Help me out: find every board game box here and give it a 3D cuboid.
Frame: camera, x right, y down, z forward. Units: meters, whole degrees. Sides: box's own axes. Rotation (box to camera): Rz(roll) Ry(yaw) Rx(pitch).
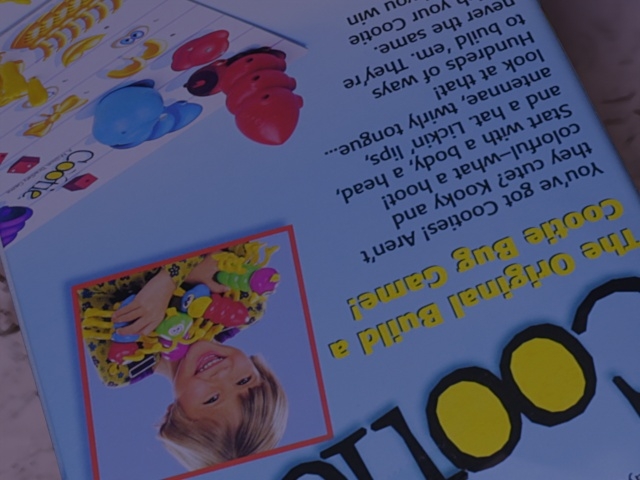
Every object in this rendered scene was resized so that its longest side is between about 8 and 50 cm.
[{"bbox_3d":[0.000,0.000,0.516,0.144,0.142,0.275,-22,56,1],"label":"board game box"}]
